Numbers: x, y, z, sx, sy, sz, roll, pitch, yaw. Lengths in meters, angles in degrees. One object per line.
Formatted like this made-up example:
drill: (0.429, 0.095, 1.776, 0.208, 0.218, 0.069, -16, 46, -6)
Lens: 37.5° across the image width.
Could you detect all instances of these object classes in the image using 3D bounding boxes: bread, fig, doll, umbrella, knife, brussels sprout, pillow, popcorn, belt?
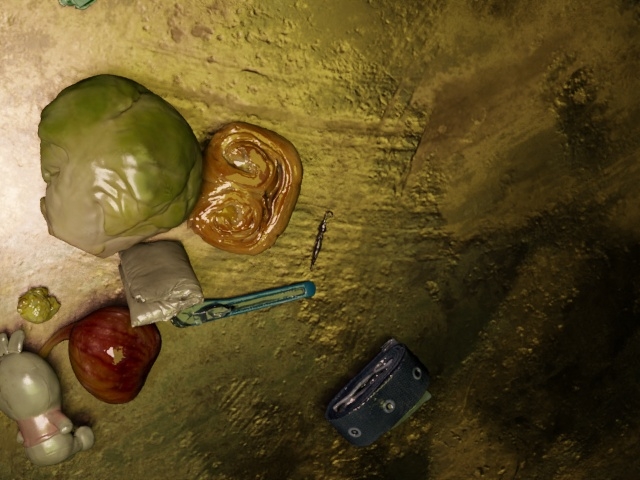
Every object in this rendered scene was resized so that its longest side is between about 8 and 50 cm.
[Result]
bread: (-0.138, -0.094, 1.726, 0.198, 0.120, 0.236, 20, 95, -16)
fig: (-0.397, 0.188, 1.700, 0.207, 0.175, 0.175, 29, 92, 10)
doll: (-0.513, 0.296, 1.687, 0.155, 0.113, 0.275, -15, 110, 35)
umbrella: (-0.002, -0.001, 1.835, 0.022, 0.013, 0.122, 17, 94, -39)
knife: (-0.150, 0.120, 1.810, 0.296, 0.026, 0.044, -13, 91, -12)
brussels sprout: (-0.339, -0.121, 1.603, 0.274, 0.242, 0.316, 2, 98, -8)
pillow: (-0.293, 0.067, 1.694, 0.134, 0.181, 0.078, -13, 130, -16)
popcorn: (-0.510, 0.123, 1.700, 0.059, 0.068, 0.083, -41, 148, 19)
belt: (0.124, 0.317, 1.868, 0.218, 0.122, 0.128, -42, 110, -6)

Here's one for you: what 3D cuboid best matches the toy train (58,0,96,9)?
toy train: (-0.432, -0.469, 1.601, 0.149, 0.099, 0.081, 45, 52, -23)
